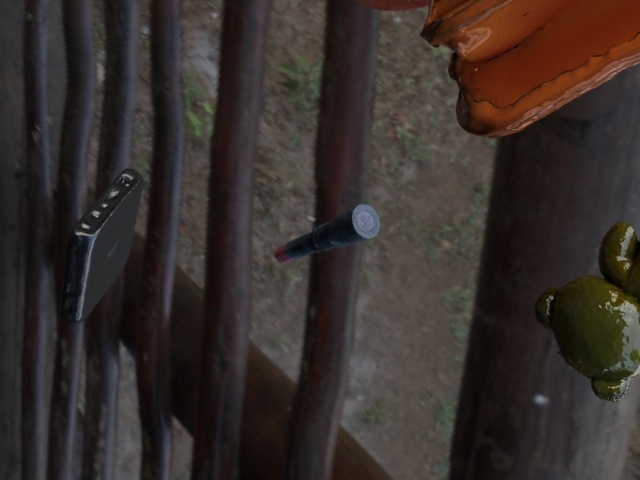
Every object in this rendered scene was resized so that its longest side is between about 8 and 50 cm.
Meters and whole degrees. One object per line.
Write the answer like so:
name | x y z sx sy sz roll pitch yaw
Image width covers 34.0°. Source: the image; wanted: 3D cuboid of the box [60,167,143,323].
box | -0.214 0.007 1.020 0.027 0.126 0.125 21 128 4

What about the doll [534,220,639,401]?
doll | 0.313 0.050 1.007 0.209 0.137 0.097 -38 157 -1

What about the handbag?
handbag | 0.282 -0.249 0.874 0.410 0.303 0.116 -26 107 19

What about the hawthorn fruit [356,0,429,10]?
hawthorn fruit | 0.126 -0.460 1.497 0.287 0.330 0.287 -8 117 -15

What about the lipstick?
lipstick | 0.000 0.000 1.668 0.054 0.234 0.053 13 68 -34
